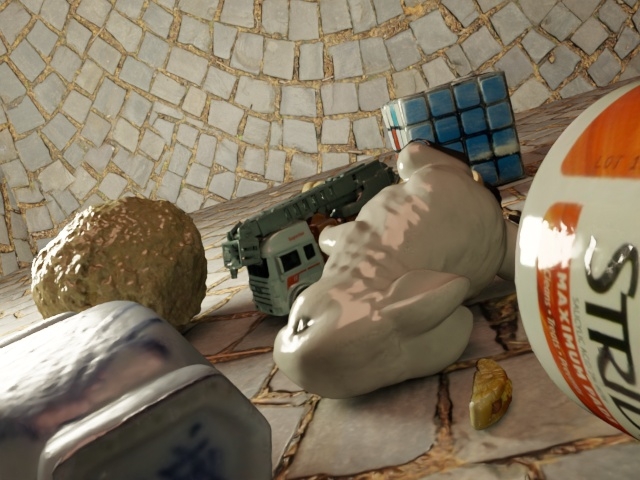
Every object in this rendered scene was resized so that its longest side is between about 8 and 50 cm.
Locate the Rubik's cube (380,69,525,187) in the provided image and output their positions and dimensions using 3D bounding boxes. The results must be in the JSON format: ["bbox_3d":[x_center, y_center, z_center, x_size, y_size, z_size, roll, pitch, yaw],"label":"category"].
[{"bbox_3d":[0.313,-0.249,1.529,0.258,0.256,0.253,-17,11,0],"label":"Rubik's cube"}]

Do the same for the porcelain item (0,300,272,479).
[{"bbox_3d":[-0.220,0.170,0.596,0.242,0.179,0.405,-26,14,-33],"label":"porcelain item"}]

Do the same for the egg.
[{"bbox_3d":[-0.330,0.060,1.086,0.279,0.279,0.310,-10,21,35],"label":"egg"}]

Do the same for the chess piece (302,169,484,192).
[{"bbox_3d":[0.159,-0.096,1.398,0.396,0.117,0.117,-5,16,22],"label":"chess piece"}]

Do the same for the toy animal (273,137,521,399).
[{"bbox_3d":[0.102,0.047,0.753,0.257,0.194,0.357,13,41,22],"label":"toy animal"}]

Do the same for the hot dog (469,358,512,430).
[{"bbox_3d":[0.153,0.135,0.564,0.034,0.030,0.090,-4,16,20],"label":"hot dog"}]

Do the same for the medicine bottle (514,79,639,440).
[{"bbox_3d":[0.276,0.022,0.353,0.252,0.253,0.241,-21,11,-15],"label":"medicine bottle"}]

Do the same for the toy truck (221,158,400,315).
[{"bbox_3d":[0.000,0.000,1.032,0.338,0.185,0.133,-24,12,-26],"label":"toy truck"}]
